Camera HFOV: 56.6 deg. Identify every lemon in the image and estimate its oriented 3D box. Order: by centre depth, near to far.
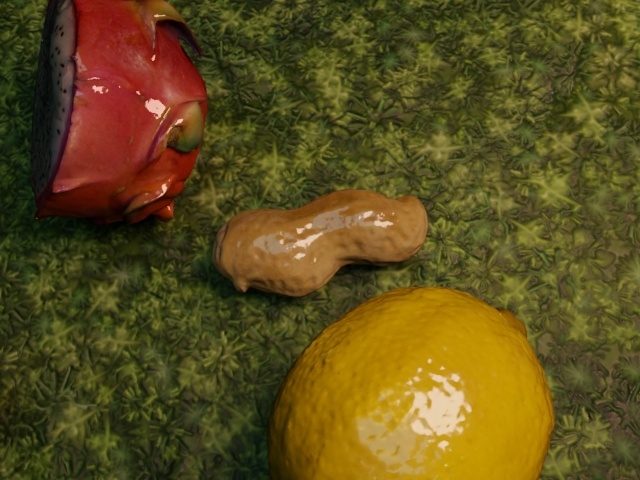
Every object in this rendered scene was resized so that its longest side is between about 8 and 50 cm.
[{"bbox_3d":[0.088,0.172,0.568,0.320,0.245,0.245,-38,71,-26],"label":"lemon"}]

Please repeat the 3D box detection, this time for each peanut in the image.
[{"bbox_3d":[0.000,0.000,0.718,0.263,0.101,0.117,-16,95,-3],"label":"peanut"}]

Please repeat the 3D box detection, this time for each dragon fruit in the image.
[{"bbox_3d":[-0.234,-0.150,0.716,0.189,0.291,0.290,5,67,-30],"label":"dragon fruit"}]
